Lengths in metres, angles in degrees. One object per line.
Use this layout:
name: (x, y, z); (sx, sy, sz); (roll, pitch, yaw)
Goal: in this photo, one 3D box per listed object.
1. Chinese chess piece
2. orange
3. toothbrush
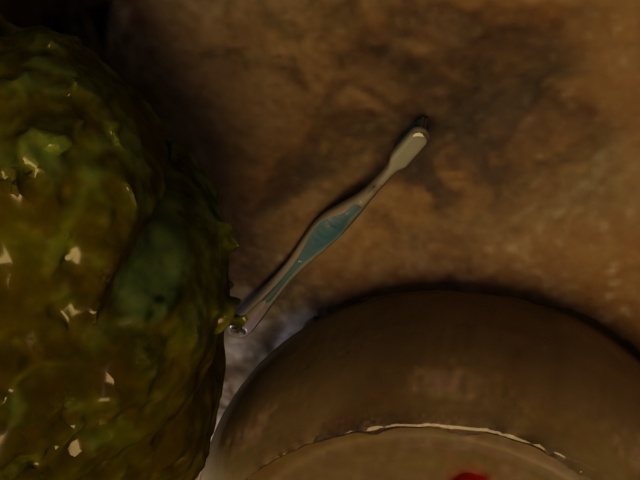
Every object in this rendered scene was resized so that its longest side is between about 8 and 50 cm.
Chinese chess piece: (0.064, 0.138, 0.667); (0.250, 0.103, 0.249); (6, 128, 8)
orange: (-0.172, 0.037, 0.556); (0.300, 0.223, 0.301); (35, 126, -23)
toothbrush: (0.000, 0.000, 0.620); (0.014, 0.017, 0.162); (32, 127, -14)
